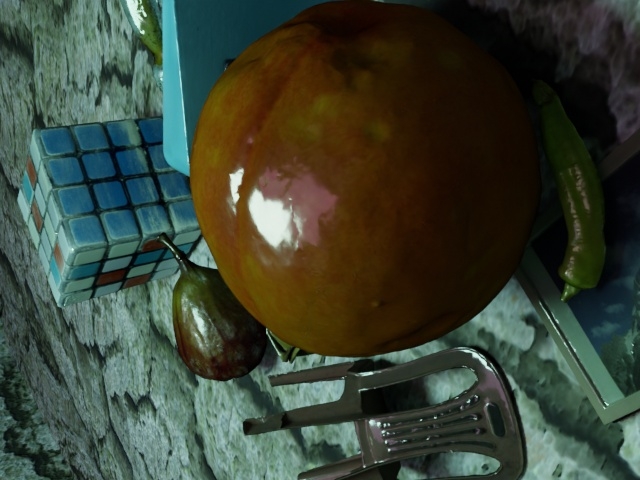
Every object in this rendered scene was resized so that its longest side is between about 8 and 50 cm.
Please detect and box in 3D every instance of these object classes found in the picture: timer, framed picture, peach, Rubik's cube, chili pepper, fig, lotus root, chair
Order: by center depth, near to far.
[{"bbox_3d":[0.290,0.024,0.661,0.209,0.019,0.281,61,145,20],"label":"framed picture"},{"bbox_3d":[0.227,-0.047,0.678,0.049,0.043,0.208,-177,79,-82],"label":"chili pepper"},{"bbox_3d":[0.035,-0.069,0.727,0.343,0.343,0.301,39,156,42],"label":"peach"},{"bbox_3d":[-0.080,-0.206,0.929,0.091,0.232,0.249,30,125,51],"label":"timer"},{"bbox_3d":[0.083,0.233,0.967,0.327,0.183,0.175,-14,90,12],"label":"chair"},{"bbox_3d":[-0.234,-0.391,1.177,0.158,0.140,0.322,3,113,31],"label":"lotus root"},{"bbox_3d":[-0.198,0.105,1.287,0.170,0.146,0.274,-14,106,56],"label":"fig"},{"bbox_3d":[-0.402,-0.058,1.439,0.259,0.256,0.253,65,146,17],"label":"Rubik's cube"}]

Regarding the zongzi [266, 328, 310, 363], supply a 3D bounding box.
[{"bbox_3d":[0.000,0.000,0.997,0.260,0.123,0.289,-27,76,52],"label":"zongzi"}]
